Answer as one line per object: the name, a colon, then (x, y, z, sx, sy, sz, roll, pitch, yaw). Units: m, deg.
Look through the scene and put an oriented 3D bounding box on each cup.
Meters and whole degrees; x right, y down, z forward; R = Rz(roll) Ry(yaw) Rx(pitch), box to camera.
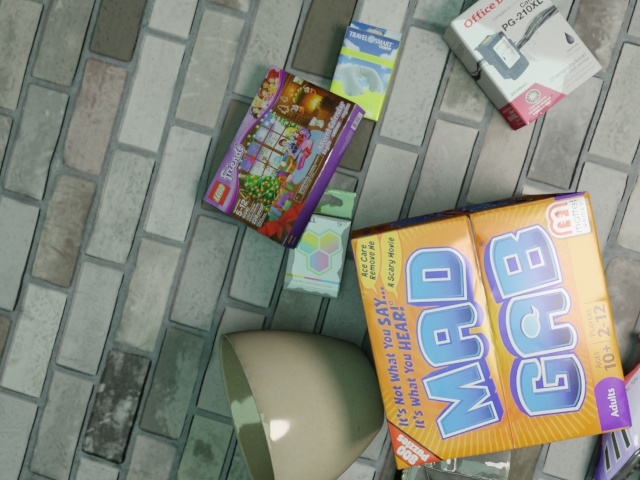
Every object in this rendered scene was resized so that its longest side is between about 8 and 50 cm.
cup: (-0.025, 0.298, 1.242, 0.236, 0.331, 0.331, -14, 92, -18)

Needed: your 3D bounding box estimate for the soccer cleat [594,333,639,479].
soccer cleat: (0.594, 0.330, 1.307, 0.116, 0.108, 0.318, 31, 100, 26)

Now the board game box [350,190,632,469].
board game box: (0.259, 0.126, 1.173, 0.356, 0.356, 0.357, -11, 92, 3)

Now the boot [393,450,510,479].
boot: (0.254, 0.476, 1.342, 0.208, 0.076, 0.190, 14, 96, -5)

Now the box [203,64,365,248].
box: (-0.071, -0.158, 1.291, 0.200, 0.057, 0.293, 29, 94, 24)

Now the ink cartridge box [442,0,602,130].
ink cartridge box: (0.368, -0.353, 1.270, 0.172, 0.100, 0.237, -38, 91, 4)

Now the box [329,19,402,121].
box: (0.085, -0.328, 1.316, 0.108, 0.042, 0.178, 16, 95, 2)

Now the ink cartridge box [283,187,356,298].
ink cartridge box: (0.000, 0.000, 1.327, 0.108, 0.062, 0.209, 10, 93, 3)
